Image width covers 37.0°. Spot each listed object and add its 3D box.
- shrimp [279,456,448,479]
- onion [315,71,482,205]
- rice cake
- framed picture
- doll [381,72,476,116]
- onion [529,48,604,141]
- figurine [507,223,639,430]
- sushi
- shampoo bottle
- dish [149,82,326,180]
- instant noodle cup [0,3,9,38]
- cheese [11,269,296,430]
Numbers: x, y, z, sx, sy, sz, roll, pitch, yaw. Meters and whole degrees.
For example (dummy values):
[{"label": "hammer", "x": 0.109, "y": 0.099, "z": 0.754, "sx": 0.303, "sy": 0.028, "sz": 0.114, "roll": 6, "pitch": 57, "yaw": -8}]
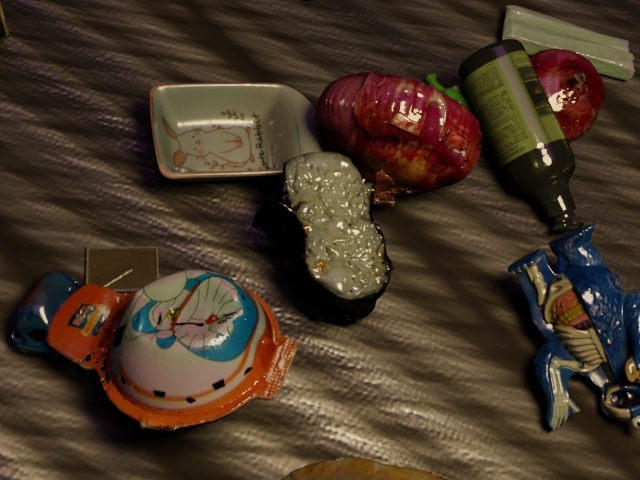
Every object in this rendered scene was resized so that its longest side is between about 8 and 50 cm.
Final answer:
[{"label": "shrimp", "x": 0.005, "y": 0.311, "z": 0.995, "sx": 0.287, "sy": 0.068, "sz": 0.185, "roll": -29, "pitch": 40, "yaw": -5}, {"label": "onion", "x": 0.093, "y": -0.126, "z": 1.270, "sx": 0.230, "sy": 0.230, "sz": 0.163, "roll": 27, "pitch": 85, "yaw": 4}, {"label": "rice cake", "x": 0.400, "y": -0.319, "z": 1.543, "sx": 0.222, "sy": 0.042, "sz": 0.080, "roll": 15, "pitch": 52, "yaw": -3}, {"label": "framed picture", "x": -0.246, "y": 0.036, "z": 1.188, "sx": 0.089, "sy": 0.006, "sz": 0.066, "roll": 0, "pitch": 59, "yaw": -13}, {"label": "doll", "x": 0.145, "y": -0.213, "z": 1.410, "sx": 0.190, "sy": 0.050, "sz": 0.115, "roll": 9, "pitch": 34, "yaw": -7}, {"label": "onion", "x": 0.360, "y": -0.229, "z": 1.419, "sx": 0.150, "sy": 0.140, "sz": 0.150, "roll": 1, "pitch": 73, "yaw": -3}, {"label": "figurine", "x": 0.342, "y": 0.115, "z": 1.222, "sx": 0.164, "sy": 0.121, "sz": 0.262, "roll": -14, "pitch": 84, "yaw": 7}, {"label": "sushi", "x": 0.000, "y": 0.000, "z": 1.200, "sx": 0.147, "sy": 0.115, "sz": 0.212, "roll": -9, "pitch": 67, "yaw": -22}, {"label": "shampoo bottle", "x": 0.295, "y": -0.142, "z": 1.360, "sx": 0.101, "sy": 0.101, "sz": 0.283, "roll": -18, "pitch": 80, "yaw": -23}, {"label": "dish", "x": -0.111, "y": -0.135, "z": 1.292, "sx": 0.234, "sy": 0.064, "sz": 0.154, "roll": -3, "pitch": 60, "yaw": -14}, {"label": "instant noodle cup", "x": -0.541, "y": -0.365, "z": 1.233, "sx": 0.200, "sy": 0.264, "sz": 0.264, "roll": -18, "pitch": 64, "yaw": -15}, {"label": "cheese", "x": -0.191, "y": 0.112, "z": 1.084, "sx": 0.330, "sy": 0.129, "sz": 0.216, "roll": 13, "pitch": 49, "yaw": 16}]
